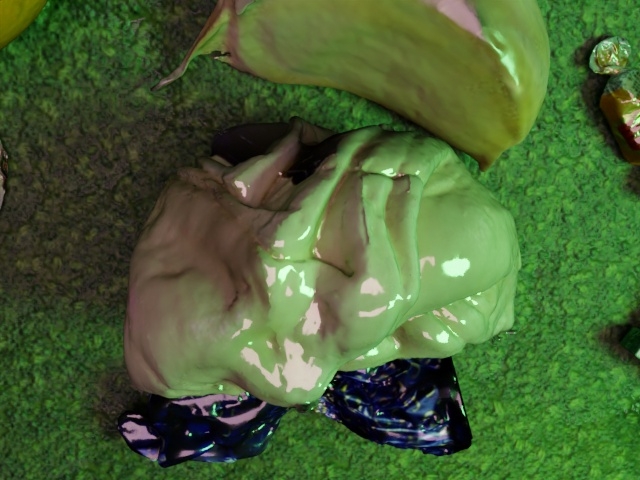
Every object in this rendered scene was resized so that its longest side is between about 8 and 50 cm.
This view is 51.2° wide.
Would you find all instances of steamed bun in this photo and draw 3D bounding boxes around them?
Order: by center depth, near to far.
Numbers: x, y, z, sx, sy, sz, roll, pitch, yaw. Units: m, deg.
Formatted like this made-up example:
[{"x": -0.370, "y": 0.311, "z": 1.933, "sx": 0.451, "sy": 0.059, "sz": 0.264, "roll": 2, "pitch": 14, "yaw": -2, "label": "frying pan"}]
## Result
[{"x": 0.000, "y": 0.000, "z": 0.541, "sx": 0.320, "sy": 0.275, "sz": 0.206, "roll": -7, "pitch": 92, "yaw": -39, "label": "steamed bun"}]

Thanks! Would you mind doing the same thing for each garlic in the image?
[{"x": 0.034, "y": -0.174, "z": 0.559, "sx": 0.339, "sy": 0.151, "sz": 0.196, "roll": 13, "pitch": 114, "yaw": -6, "label": "garlic"}]

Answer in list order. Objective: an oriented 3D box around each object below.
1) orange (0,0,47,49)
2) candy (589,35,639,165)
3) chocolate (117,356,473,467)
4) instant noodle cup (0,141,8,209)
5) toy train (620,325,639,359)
[{"x": -0.316, "y": -0.251, "z": 0.451, "sx": 0.284, "sy": 0.226, "sz": 0.283, "roll": 2, "pitch": 80, "yaw": -14, "label": "orange"}, {"x": 0.309, "y": -0.109, "z": 0.637, "sx": 0.053, "sy": 0.046, "sz": 0.182, "roll": -33, "pitch": 101, "yaw": 2, "label": "candy"}, {"x": -0.029, "y": 0.150, "z": 0.648, "sx": 0.344, "sy": 0.126, "sz": 0.148, "roll": -6, "pitch": 141, "yaw": 4, "label": "chocolate"}, {"x": -0.390, "y": -0.047, "z": 0.531, "sx": 0.214, "sy": 0.174, "sz": 0.213, "roll": -1, "pitch": 103, "yaw": -4, "label": "instant noodle cup"}, {"x": 0.400, "y": 0.073, "z": 0.678, "sx": 0.105, "sy": 0.071, "sz": 0.178, "roll": 34, "pitch": 100, "yaw": 0, "label": "toy train"}]
